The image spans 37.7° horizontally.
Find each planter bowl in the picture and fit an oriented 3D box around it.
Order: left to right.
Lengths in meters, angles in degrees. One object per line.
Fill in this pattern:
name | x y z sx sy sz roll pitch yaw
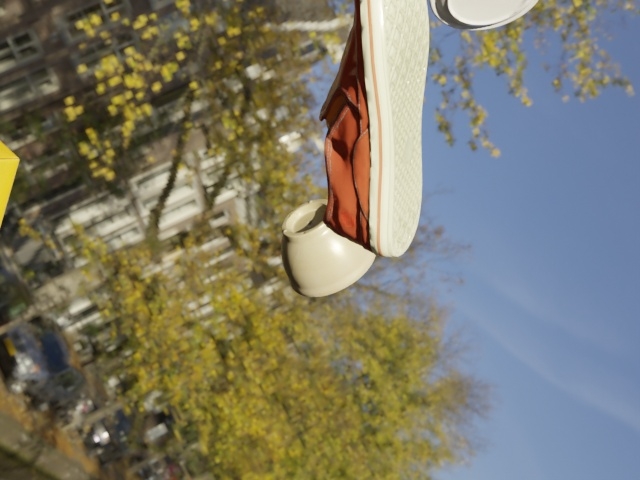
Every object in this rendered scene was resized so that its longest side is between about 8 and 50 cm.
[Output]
planter bowl | 0.000 0.000 1.573 0.109 0.162 0.162 62 -9 -32

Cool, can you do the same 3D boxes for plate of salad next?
plate of salad | 0.283 -0.433 1.599 0.200 0.199 0.048 86 -3 -62

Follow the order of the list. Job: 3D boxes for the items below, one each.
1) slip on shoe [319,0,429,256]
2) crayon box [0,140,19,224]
slip on shoe | 0.046 -0.142 0.944 0.101 0.123 0.331 12 -62 25
crayon box | -0.527 -0.078 1.285 0.323 0.083 0.203 39 -63 30
